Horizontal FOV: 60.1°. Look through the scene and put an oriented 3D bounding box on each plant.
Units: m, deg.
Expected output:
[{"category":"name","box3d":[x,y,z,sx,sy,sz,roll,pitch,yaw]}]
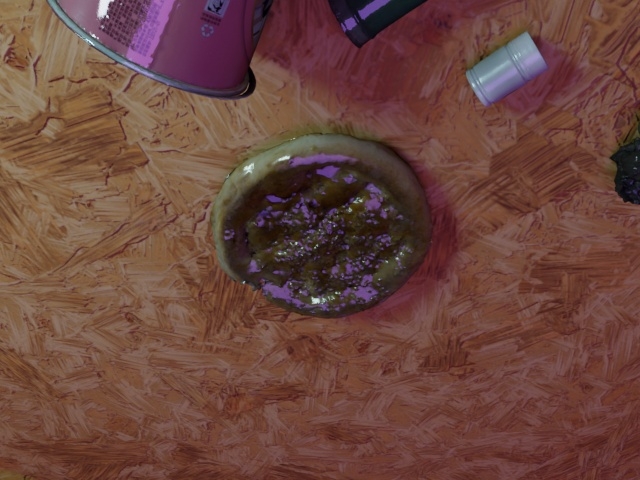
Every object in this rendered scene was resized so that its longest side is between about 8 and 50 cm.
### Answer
[{"category":"plant","box3d":[0.464,-0.123,0.774,0.085,0.087,0.174,-19,141,-20]}]

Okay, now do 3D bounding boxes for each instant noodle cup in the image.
[{"category":"instant noodle cup","box3d":[-0.120,-0.312,0.554,0.243,0.244,0.255,24,121,-18]}]

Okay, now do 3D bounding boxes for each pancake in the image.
[{"category":"pancake","box3d":[0.000,-0.001,0.914,0.381,0.071,0.383,2,132,2]}]

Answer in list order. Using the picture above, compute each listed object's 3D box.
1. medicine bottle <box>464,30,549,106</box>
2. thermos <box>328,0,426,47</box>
[{"category":"medicine bottle","box3d":[0.238,-0.218,0.709,0.089,0.057,0.057,-31,124,28]},{"category":"thermos","box3d":[0.104,-0.306,0.634,0.187,0.083,0.073,-26,148,23]}]
